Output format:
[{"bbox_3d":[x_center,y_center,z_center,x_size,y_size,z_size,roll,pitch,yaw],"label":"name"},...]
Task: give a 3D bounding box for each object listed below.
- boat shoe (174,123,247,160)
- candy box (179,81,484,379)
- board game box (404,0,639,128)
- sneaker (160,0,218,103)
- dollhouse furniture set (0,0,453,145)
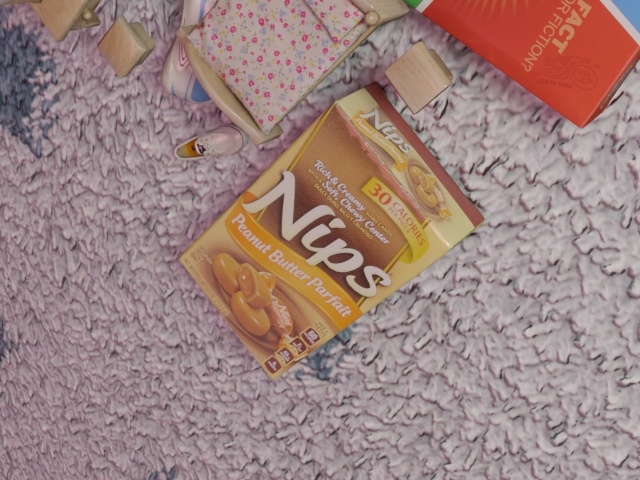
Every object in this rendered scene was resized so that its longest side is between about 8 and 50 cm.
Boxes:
[{"bbox_3d":[-0.128,-0.110,1.110,0.100,0.035,0.035,-4,110,37],"label":"boat shoe"},{"bbox_3d":[0.000,0.000,1.039,0.183,0.087,0.316,52,131,3],"label":"candy box"},{"bbox_3d":[0.163,-0.282,0.796,0.316,0.064,0.242,39,129,13],"label":"board game box"},{"bbox_3d":[-0.107,-0.256,1.003,0.086,0.085,0.237,9,117,-13],"label":"sneaker"},{"bbox_3d":[-0.117,-0.178,0.870,0.303,0.174,0.355,-41,83,36],"label":"dollhouse furniture set"}]
